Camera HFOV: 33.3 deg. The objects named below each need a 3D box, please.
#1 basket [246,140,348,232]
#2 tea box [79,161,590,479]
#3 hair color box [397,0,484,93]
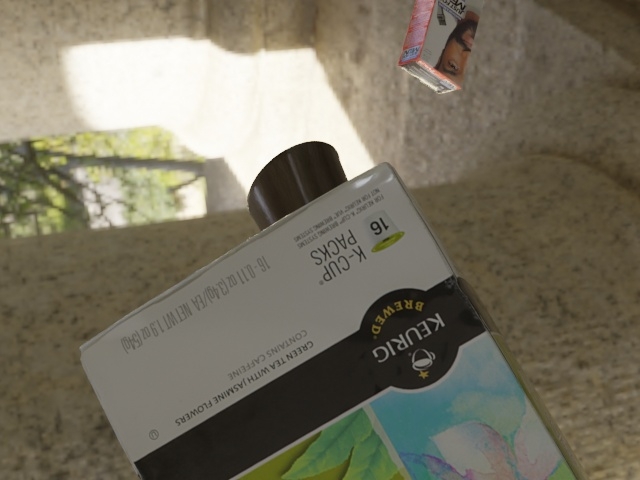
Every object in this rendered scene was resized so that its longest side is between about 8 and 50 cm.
[{"bbox_3d":[0.000,0.000,1.627,0.226,0.154,0.204,65,152,28],"label":"basket"},{"bbox_3d":[0.055,0.164,0.718,0.323,0.220,0.329,59,-175,13],"label":"tea box"},{"bbox_3d":[0.184,-0.317,1.611,0.053,0.093,0.167,-6,62,52],"label":"hair color box"}]
